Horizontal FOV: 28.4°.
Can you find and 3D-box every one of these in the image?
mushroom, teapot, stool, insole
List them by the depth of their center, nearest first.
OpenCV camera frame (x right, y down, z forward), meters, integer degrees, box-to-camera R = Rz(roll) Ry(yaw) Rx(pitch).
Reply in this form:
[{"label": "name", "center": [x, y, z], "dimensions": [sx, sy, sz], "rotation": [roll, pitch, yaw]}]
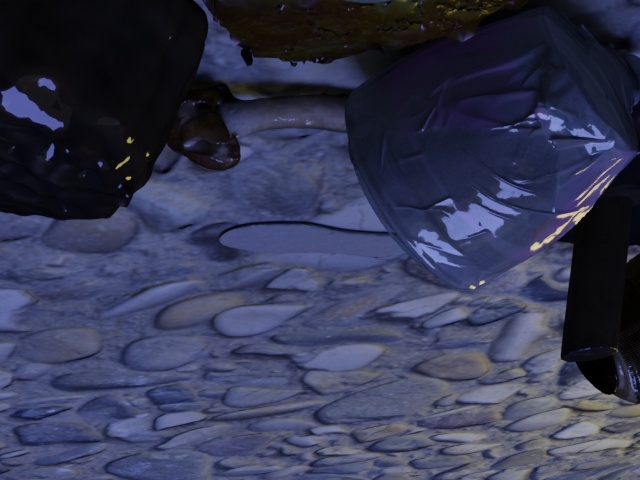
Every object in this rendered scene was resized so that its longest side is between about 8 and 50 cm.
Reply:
[{"label": "teapot", "center": [0.141, -0.063, 0.877], "dimensions": [0.178, 0.163, 0.221], "rotation": [-31, 148, 25]}, {"label": "mushroom", "center": [-0.021, -0.081, 0.916], "dimensions": [0.187, 0.061, 0.060], "rotation": [-3, 152, -22]}, {"label": "stool", "center": [0.308, -0.008, 1.039], "dimensions": [0.272, 0.179, 0.272], "rotation": [-7, 159, -3]}, {"label": "insole", "center": [0.000, 0.000, 1.177], "dimensions": [0.197, 0.004, 0.065], "rotation": [3, 155, -26]}]

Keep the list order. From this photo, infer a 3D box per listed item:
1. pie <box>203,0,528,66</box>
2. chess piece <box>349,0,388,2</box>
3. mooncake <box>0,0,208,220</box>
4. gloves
[{"label": "pie", "center": [0.066, -0.200, 0.597], "dimensions": [0.354, 0.103, 0.288], "rotation": [-23, 154, 30]}, {"label": "chess piece", "center": [-0.028, -0.187, 0.426], "dimensions": [0.133, 0.133, 0.243], "rotation": [-24, 121, 33]}, {"label": "mooncake", "center": [-0.181, -0.094, 0.675], "dimensions": [0.228, 0.124, 0.228], "rotation": [14, 166, 4]}, {"label": "gloves", "center": [0.399, 0.053, 1.235], "dimensions": [0.331, 0.154, 0.141], "rotation": [-20, 144, -19]}]
